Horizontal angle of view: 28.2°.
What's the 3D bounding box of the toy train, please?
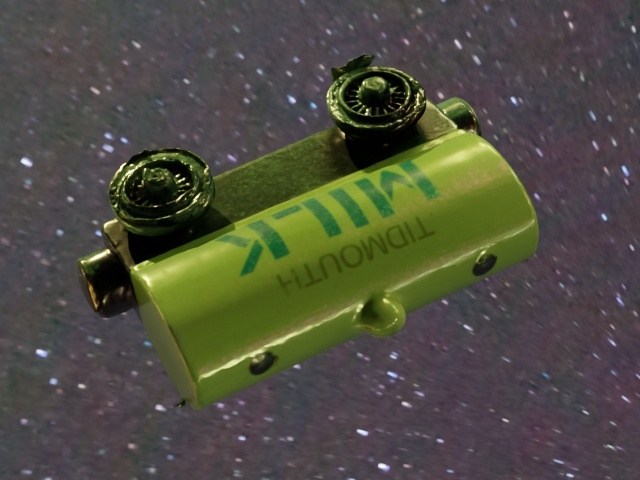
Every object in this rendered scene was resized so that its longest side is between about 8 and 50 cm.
[{"bbox_3d":[0.000,0.000,0.703,0.253,0.105,0.157,-24,-132,-18],"label":"toy train"}]
